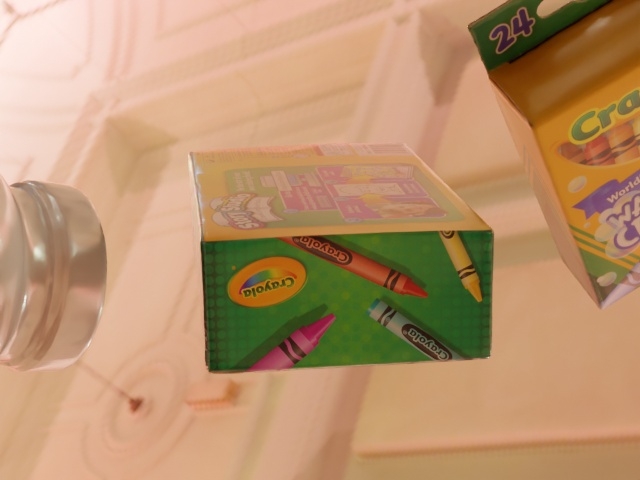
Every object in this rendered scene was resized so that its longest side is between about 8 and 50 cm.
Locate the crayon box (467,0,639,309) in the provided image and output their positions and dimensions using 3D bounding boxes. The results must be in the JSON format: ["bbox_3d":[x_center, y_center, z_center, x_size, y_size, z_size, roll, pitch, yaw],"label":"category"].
[{"bbox_3d":[0.268,-0.100,1.077,0.203,0.323,0.083,-32,-133,2],"label":"crayon box"}]

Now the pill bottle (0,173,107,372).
[{"bbox_3d":[-0.288,0.016,0.816,0.162,0.278,0.162,-8,-100,50],"label":"pill bottle"}]

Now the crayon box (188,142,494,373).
[{"bbox_3d":[0.000,0.000,0.847,0.165,0.081,0.278,-2,-165,-6],"label":"crayon box"}]
